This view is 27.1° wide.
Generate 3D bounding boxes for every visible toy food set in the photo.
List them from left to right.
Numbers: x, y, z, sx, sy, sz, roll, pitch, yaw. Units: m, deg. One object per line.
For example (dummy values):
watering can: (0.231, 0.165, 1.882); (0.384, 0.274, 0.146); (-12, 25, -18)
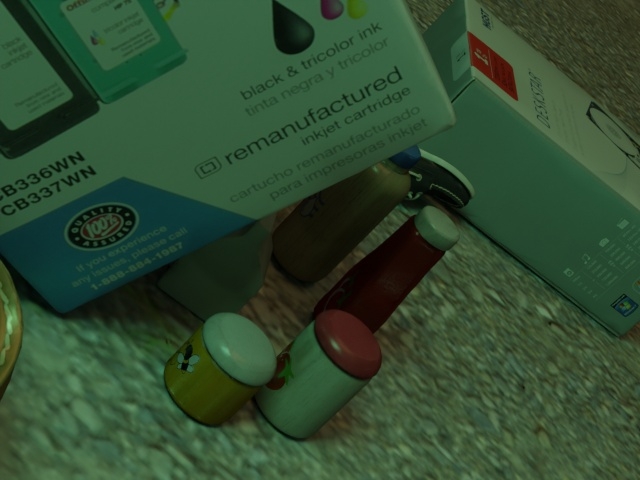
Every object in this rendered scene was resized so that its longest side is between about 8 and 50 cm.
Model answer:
toy food set: (0.000, 0.000, 0.670); (0.111, 0.104, 0.232); (38, 26, -13)

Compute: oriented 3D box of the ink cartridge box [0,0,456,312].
ink cartridge box: (-0.101, -0.150, 0.529); (0.270, 0.198, 0.197); (56, 12, -47)

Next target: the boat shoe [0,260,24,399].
boat shoe: (-0.157, 0.057, 0.351); (0.104, 0.089, 0.285); (60, 29, -8)

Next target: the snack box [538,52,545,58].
snack box: (0.236, -0.107, 1.251); (0.141, 0.037, 0.100); (44, 27, 0)

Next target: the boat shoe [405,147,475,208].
boat shoe: (0.053, -0.049, 0.899); (0.125, 0.038, 0.046); (33, -14, -34)

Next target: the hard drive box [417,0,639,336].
hard drive box: (0.170, -0.062, 1.031); (0.232, 0.089, 0.181); (35, 26, -17)
